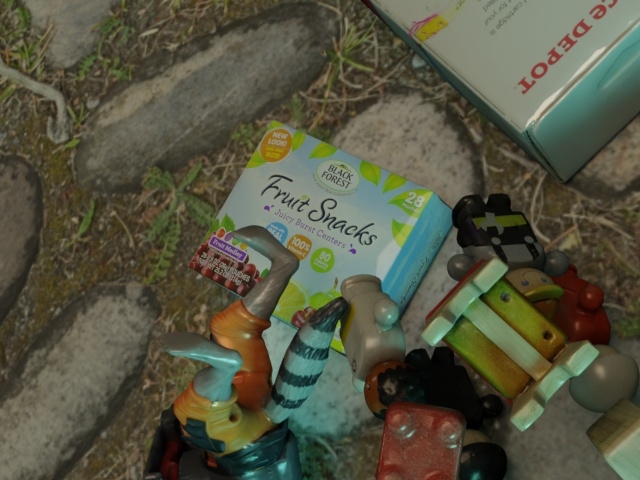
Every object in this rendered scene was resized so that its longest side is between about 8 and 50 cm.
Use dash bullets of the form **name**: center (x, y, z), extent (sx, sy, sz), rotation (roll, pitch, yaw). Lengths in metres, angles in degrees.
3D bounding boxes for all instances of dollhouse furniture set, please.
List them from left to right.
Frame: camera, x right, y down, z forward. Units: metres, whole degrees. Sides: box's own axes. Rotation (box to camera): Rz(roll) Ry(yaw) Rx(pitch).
- **dollhouse furniture set**: center (0.188, 0.209, 0.967), extent (0.374, 0.152, 0.201), rotation (44, 93, 5)

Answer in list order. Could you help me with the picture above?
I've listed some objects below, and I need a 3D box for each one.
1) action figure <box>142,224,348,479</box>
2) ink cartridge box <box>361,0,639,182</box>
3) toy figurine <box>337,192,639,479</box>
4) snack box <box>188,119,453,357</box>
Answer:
- **action figure**: center (-0.071, 0.202, 1.129), extent (0.179, 0.330, 0.341), rotation (2, 29, 1)
- **ink cartridge box**: center (0.190, -0.238, 1.254), extent (0.226, 0.131, 0.306), rotation (-44, 58, 5)
- **toy figurine**: center (0.133, 0.090, 1.101), extent (0.213, 0.209, 0.148), rotation (-33, 46, 13)
- **snack box**: center (0.000, 0.000, 1.295), extent (0.207, 0.070, 0.174), rotation (28, 85, 33)
